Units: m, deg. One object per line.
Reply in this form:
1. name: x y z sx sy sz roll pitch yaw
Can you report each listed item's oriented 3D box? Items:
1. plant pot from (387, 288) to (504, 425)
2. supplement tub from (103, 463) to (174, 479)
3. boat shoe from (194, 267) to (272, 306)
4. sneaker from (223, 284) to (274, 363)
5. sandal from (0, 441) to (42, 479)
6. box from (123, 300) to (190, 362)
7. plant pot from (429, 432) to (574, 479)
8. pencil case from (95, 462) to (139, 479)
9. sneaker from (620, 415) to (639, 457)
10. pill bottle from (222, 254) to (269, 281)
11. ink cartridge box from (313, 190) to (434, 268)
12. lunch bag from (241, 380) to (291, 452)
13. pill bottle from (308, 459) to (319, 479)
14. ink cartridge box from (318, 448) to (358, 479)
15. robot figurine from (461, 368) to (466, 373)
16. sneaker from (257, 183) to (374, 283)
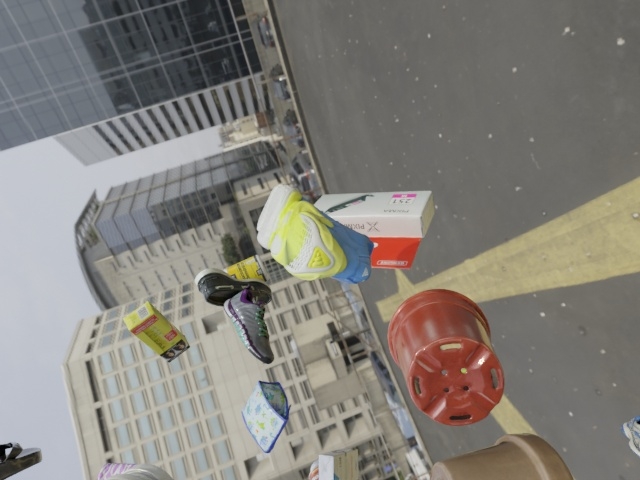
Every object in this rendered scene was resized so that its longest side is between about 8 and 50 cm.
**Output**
1. plant pot: 0.302 0.281 1.011 0.265 0.272 0.273 -47 -61 -79
2. supplement tub: -0.484 0.684 0.927 0.241 0.240 0.331 70 -161 2
3. boat shoe: -0.257 0.174 1.320 0.302 0.114 0.091 20 -152 -48
4. sneaker: -0.176 0.223 1.143 0.224 0.098 0.083 49 -176 26
5. sandal: -0.513 0.350 0.666 0.254 0.097 0.055 -43 63 61
6. box: -0.486 0.279 1.268 0.058 0.087 0.232 43 161 37
7. plant pot: 0.359 0.544 0.882 0.263 0.229 0.263 -176 90 -84
8. pencil case: -0.658 0.814 1.443 0.088 0.205 0.087 55 -145 -84
9. sneaker: 0.648 0.395 0.837 0.052 0.058 0.135 32 -161 6
10. pill bottle: -0.282 0.132 1.491 0.103 0.184 0.103 62 171 17
11. ink cartridge box: 0.086 -0.031 0.910 0.239 0.274 0.060 -51 -45 -52
12. lunch bag: -0.147 0.500 1.201 0.129 0.096 0.151 -63 33 15
13. pill bottle: 0.014 1.033 1.785 0.216 0.121 0.121 -157 48 -81
14. ink cartridge box: 0.064 0.780 1.446 0.180 0.060 0.104 27 -122 -54
15. robot figurine: 0.512 0.491 1.452 0.101 0.115 0.067 17 160 29
16. sneaker: -0.007 -0.001 0.566 0.091 0.126 0.240 -61 25 13
